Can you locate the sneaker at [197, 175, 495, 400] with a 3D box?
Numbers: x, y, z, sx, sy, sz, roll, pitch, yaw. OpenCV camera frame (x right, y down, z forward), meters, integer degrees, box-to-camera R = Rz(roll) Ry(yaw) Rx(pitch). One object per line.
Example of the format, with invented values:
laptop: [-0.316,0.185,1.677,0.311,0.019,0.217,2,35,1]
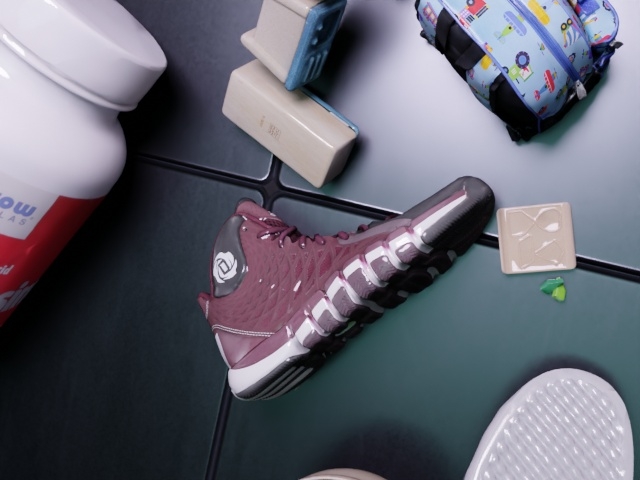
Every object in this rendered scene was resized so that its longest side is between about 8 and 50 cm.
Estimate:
sneaker: [0.000,0.000,0.678,0.281,0.106,0.162,-39,67,7]

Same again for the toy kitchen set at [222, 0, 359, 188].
toy kitchen set: [0.030,-0.183,0.679,0.122,0.166,0.207,40,140,13]

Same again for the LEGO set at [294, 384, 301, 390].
LEGO set: [-0.030,0.100,0.734,0.054,0.023,0.083,-2,79,16]

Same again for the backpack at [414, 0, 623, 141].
backpack: [0.143,-0.166,0.582,0.117,0.173,0.158,-41,80,15]

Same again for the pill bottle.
pill bottle: [-0.330,-0.060,0.711,0.229,0.229,0.407,45,105,11]

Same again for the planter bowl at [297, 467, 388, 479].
planter bowl: [0.029,0.269,0.672,0.162,0.109,0.162,1,92,20]

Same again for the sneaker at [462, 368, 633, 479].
sneaker: [0.160,0.264,0.633,0.126,0.127,0.321,19,73,12]

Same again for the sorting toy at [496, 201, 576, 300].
sorting toy: [0.185,0.011,0.661,0.062,0.012,0.083,-5,88,13]
